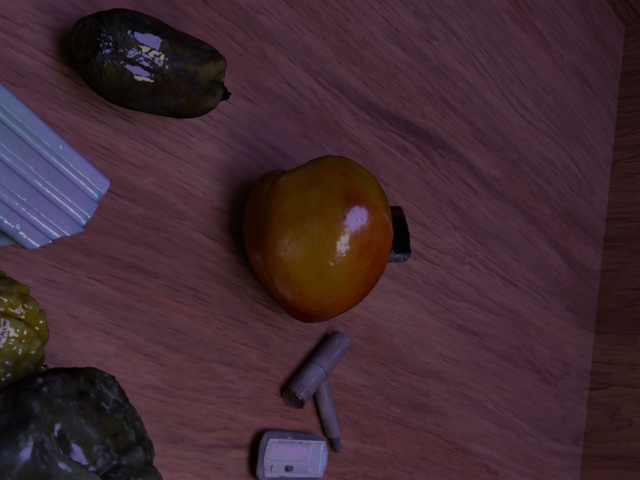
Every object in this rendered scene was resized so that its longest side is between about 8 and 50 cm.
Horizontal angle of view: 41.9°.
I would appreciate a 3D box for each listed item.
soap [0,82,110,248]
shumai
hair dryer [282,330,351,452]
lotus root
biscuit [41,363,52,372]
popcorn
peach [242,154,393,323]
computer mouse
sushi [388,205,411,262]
[{"bbox_3d":[-0.458,-0.105,1.186,0.289,0.095,0.172,46,54,-38],"label":"soap"},{"bbox_3d":[-0.299,0.385,1.059,0.395,0.348,0.395,-41,147,-35],"label":"shumai"},{"bbox_3d":[0.027,0.333,1.757,0.195,0.054,0.220,-48,123,-41],"label":"hair dryer"},{"bbox_3d":[-0.278,-0.283,1.366,0.275,0.160,0.151,13,102,-47],"label":"lotus root"},{"bbox_3d":[-0.409,0.269,1.246,0.118,0.061,0.183,-50,121,-37],"label":"biscuit"},{"bbox_3d":[-0.487,0.142,1.067,0.286,0.174,0.225,-43,131,-39],"label":"popcorn"},{"bbox_3d":[0.005,0.000,1.586,0.289,0.289,0.307,-22,98,-48],"label":"peach"},{"bbox_3d":[-0.060,0.428,1.654,0.199,0.045,0.102,17,76,-48],"label":"computer mouse"},{"bbox_3d":[0.109,-0.014,1.819,0.225,0.136,0.126,1,89,-57],"label":"sushi"}]
